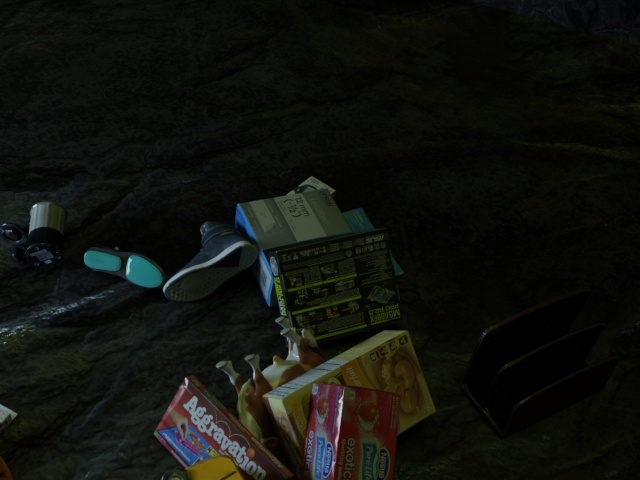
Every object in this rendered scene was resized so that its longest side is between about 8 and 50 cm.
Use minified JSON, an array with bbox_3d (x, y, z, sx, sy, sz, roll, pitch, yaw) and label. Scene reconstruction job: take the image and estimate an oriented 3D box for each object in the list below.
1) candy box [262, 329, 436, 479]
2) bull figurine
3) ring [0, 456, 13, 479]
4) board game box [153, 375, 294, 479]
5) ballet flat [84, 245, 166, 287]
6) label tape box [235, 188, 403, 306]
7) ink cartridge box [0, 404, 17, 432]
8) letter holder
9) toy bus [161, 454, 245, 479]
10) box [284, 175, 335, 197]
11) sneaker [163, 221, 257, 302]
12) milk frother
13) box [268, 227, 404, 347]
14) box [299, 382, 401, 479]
[{"bbox_3d":[0.062,0.320,1.690,0.316,0.087,0.183,-24,97,-31],"label":"candy box"},{"bbox_3d":[-0.098,0.291,1.716,0.101,0.188,0.310,-6,21,40],"label":"bull figurine"},{"bbox_3d":[-0.675,0.424,1.456,0.336,0.032,0.337,25,28,-15],"label":"ring"},{"bbox_3d":[-0.185,0.395,1.602,0.281,0.145,0.027,39,17,26],"label":"board game box"},{"bbox_3d":[-0.431,0.055,1.947,0.203,0.074,0.074,15,44,12],"label":"ballet flat"},{"bbox_3d":[0.000,0.000,2.049,0.347,0.115,0.249,-13,49,-20],"label":"label tape box"},{"bbox_3d":[-0.624,0.343,1.646,0.048,0.028,0.083,24,46,13],"label":"ink cartridge box"},{"bbox_3d":[0.476,0.247,1.816,0.301,0.214,0.152,-18,51,-26],"label":"letter holder"},{"bbox_3d":[-0.280,0.489,1.470,0.332,0.108,0.130,-29,71,-16],"label":"toy bus"},{"bbox_3d":[-0.024,-0.115,2.220,0.081,0.028,0.136,32,50,21],"label":"box"},{"bbox_3d":[-0.271,0.044,1.980,0.226,0.086,0.163,-29,37,-11],"label":"sneaker"},{"bbox_3d":[-0.643,-0.030,1.936,0.129,0.143,0.135,-6,48,-6],"label":"milk frother"},{"bbox_3d":[0.036,0.102,1.898,0.270,0.060,0.216,-13,94,-21],"label":"box"},{"bbox_3d":[0.050,0.392,1.552,0.128,0.122,0.257,14,78,-28],"label":"box"}]
